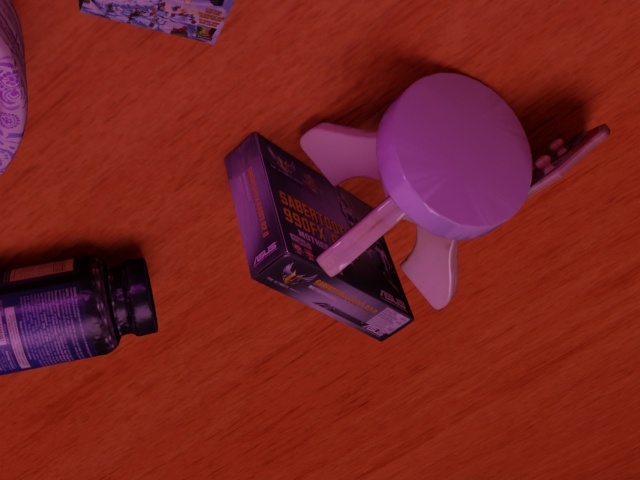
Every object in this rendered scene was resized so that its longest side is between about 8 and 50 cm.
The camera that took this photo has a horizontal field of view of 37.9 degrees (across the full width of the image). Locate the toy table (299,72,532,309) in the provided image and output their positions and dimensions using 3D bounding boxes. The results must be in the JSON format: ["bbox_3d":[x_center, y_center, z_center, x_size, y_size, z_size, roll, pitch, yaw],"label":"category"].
[{"bbox_3d":[0.109,-0.060,1.029,0.161,0.252,0.274,-38,170,38],"label":"toy table"}]

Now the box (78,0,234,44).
[{"bbox_3d":[-0.146,-0.241,0.868,0.137,0.027,0.094,9,136,-29],"label":"box"}]

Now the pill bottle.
[{"bbox_3d":[-0.311,0.086,1.116,0.219,0.123,0.123,-10,140,-8],"label":"pill bottle"}]

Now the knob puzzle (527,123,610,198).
[{"bbox_3d":[0.270,-0.093,1.130,0.213,0.030,0.213,-37,180,0],"label":"knob puzzle"}]

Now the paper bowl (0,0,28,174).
[{"bbox_3d":[-0.395,-0.155,0.782,0.284,0.148,0.284,-10,141,-8],"label":"paper bowl"}]

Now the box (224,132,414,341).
[{"bbox_3d":[0.000,0.000,1.084,0.056,0.183,0.231,-36,137,24],"label":"box"}]
